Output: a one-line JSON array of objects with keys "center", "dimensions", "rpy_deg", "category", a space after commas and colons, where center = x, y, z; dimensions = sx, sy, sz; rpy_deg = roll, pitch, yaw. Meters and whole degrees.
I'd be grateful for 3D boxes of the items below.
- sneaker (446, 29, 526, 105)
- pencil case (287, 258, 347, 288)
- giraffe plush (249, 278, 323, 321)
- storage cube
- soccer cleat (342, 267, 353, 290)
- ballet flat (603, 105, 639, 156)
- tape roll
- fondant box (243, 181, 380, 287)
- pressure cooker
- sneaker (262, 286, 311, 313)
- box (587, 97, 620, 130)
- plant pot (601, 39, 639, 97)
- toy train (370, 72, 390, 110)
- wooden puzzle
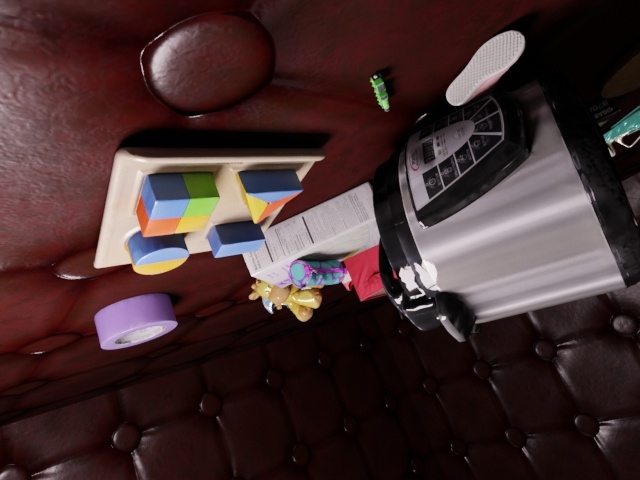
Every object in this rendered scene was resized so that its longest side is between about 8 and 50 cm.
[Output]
[{"center": [0.262, -0.265, 0.659], "dimensions": [0.070, 0.051, 0.134], "rpy_deg": [-19, 163, -46], "category": "sneaker"}, {"center": [-0.006, 0.077, 1.006], "dimensions": [0.070, 0.065, 0.151], "rpy_deg": [-15, 171, 36], "category": "pencil case"}, {"center": [-0.115, 0.141, 1.290], "dimensions": [0.210, 0.182, 0.170], "rpy_deg": [8, 172, 36], "category": "giraffe plush"}, {"center": [0.203, 0.055, 1.321], "dimensions": [0.215, 0.193, 0.183], "rpy_deg": [-3, 155, -47], "category": "storage cube"}, {"center": [0.179, 0.102, 1.604], "dimensions": [0.248, 0.095, 0.083], "rpy_deg": [-32, 161, 28], "category": "soccer cleat"}, {"center": [0.898, -0.308, 1.292], "dimensions": [0.083, 0.087, 0.247], "rpy_deg": [-12, 161, -34], "category": "ballet flat"}, {"center": [-0.479, 0.212, 1.105], "dimensions": [0.188, 0.080, 0.189], "rpy_deg": [-22, 164, -6], "category": "tape roll"}, {"center": [0.000, 0.000, 1.053], "dimensions": [0.330, 0.096, 0.238], "rpy_deg": [-24, 163, 6], "category": "fondant box"}, {"center": [0.290, -0.036, 0.761], "dimensions": [0.420, 0.376, 0.369], "rpy_deg": [-23, 175, 33], "category": "pressure cooker"}, {"center": [-0.095, 0.195, 1.552], "dimensions": [0.237, 0.086, 0.085], "rpy_deg": [-23, 162, -5], "category": "sneaker"}, {"center": [0.643, -0.273, 1.127], "dimensions": [0.220, 0.051, 0.175], "rpy_deg": [-26, 163, 8], "category": "box"}, {"center": [0.699, -0.389, 0.876], "dimensions": [0.236, 0.032, 0.236], "rpy_deg": [-21, 163, -7], "category": "plant pot"}, {"center": [0.091, -0.216, 0.623], "dimensions": [0.017, 0.024, 0.083], "rpy_deg": [-26, 163, 12], "category": "toy train"}, {"center": [-0.189, -0.035, 0.719], "dimensions": [0.322, 0.081, 0.348], "rpy_deg": [-10, 159, -38], "category": "wooden puzzle"}]
